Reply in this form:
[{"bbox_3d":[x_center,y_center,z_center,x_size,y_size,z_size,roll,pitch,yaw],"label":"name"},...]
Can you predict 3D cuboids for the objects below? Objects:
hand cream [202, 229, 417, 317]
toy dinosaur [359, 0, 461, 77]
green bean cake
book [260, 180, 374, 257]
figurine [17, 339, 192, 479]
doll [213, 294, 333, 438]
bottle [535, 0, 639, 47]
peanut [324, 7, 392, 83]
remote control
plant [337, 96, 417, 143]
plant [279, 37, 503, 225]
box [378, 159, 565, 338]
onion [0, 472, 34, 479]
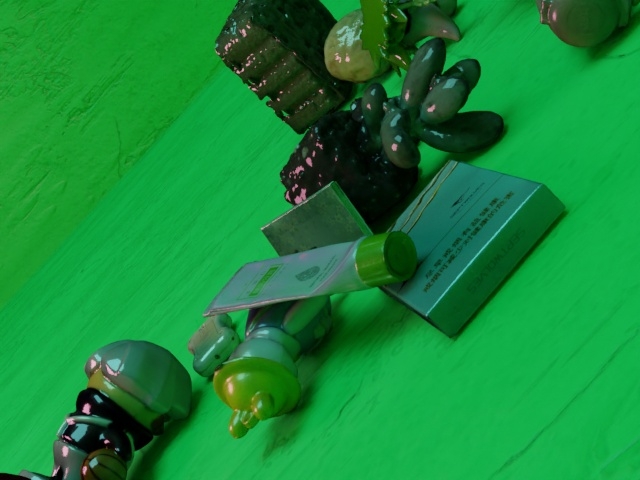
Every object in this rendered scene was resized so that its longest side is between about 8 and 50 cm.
[{"bbox_3d":[-0.016,0.034,1.136,0.275,0.050,0.079,-12,5,46],"label":"hand cream"},{"bbox_3d":[0.156,-0.336,1.713,0.177,0.152,0.194,-12,17,-20],"label":"toy dinosaur"},{"bbox_3d":[-0.049,-0.344,1.959,0.132,0.241,0.255,-38,19,33],"label":"green bean cake"},{"bbox_3d":[0.000,0.000,1.308,0.135,0.103,0.017,-30,7,42],"label":"book"},{"bbox_3d":[-0.260,0.232,1.375,0.176,0.133,0.236,-4,47,54],"label":"figurine"},{"bbox_3d":[-0.049,0.111,1.188,0.135,0.099,0.241,-7,35,21],"label":"doll"},{"bbox_3d":[0.297,-0.285,1.247,0.110,0.097,0.209,1,31,6],"label":"bottle"},{"bbox_3d":[0.079,-0.336,1.846,0.140,0.109,0.159,8,53,24],"label":"peanut"},{"bbox_3d":[-0.142,0.137,1.464,0.074,0.032,0.122,-47,16,2],"label":"remote control"},{"bbox_3d":[0.069,-0.147,1.491,0.143,0.094,0.092,-13,48,54],"label":"plant"},{"bbox_3d":[0.078,-0.119,1.305,0.274,0.146,0.149,-36,17,33],"label":"plant"},{"bbox_3d":[0.130,0.000,1.092,0.162,0.041,0.229,-48,17,-3],"label":"box"},{"bbox_3d":[-0.385,0.383,1.240,0.248,0.248,0.161,-50,-14,-9],"label":"onion"}]
